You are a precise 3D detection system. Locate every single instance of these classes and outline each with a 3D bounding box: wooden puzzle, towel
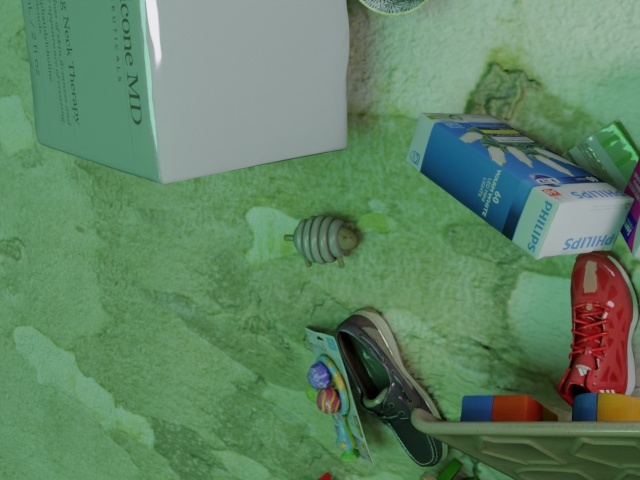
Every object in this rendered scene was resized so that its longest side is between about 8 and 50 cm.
[{"bbox_3d":[0.342,0.267,1.005,0.348,0.322,0.080,-6,60,41],"label":"wooden puzzle"},{"bbox_3d":[0.355,-0.073,1.016,0.152,0.023,0.113,-36,84,38],"label":"towel"}]

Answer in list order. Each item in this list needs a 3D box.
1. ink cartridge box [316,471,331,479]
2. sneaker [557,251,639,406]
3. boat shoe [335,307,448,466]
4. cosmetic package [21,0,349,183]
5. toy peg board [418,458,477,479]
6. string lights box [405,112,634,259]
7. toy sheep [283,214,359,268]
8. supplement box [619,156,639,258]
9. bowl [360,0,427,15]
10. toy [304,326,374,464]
[{"bbox_3d":[0.039,0.555,1.402,0.078,0.134,0.230,-16,95,41],"label":"ink cartridge box"},{"bbox_3d":[0.360,0.130,1.007,0.087,0.128,0.221,-8,102,39],"label":"sneaker"},{"bbox_3d":[0.108,0.251,1.270,0.103,0.092,0.285,-30,85,42],"label":"boat shoe"},{"bbox_3d":[-0.204,-0.295,1.127,0.394,0.328,0.329,19,116,46],"label":"cosmetic package"},{"bbox_3d":[0.231,0.455,1.270,0.161,0.079,0.160,38,141,23],"label":"toy peg board"},{"bbox_3d":[0.240,-0.076,0.971,0.260,0.134,0.076,45,130,46],"label":"string lights box"},{"bbox_3d":[0.000,0.000,1.275,0.132,0.091,0.091,-2,105,19],"label":"toy sheep"},{"bbox_3d":[0.433,-0.083,0.865,0.114,0.111,0.219,13,117,0],"label":"supplement box"},{"bbox_3d":[0.119,-0.394,1.047,0.170,0.080,0.170,14,113,35],"label":"bowl"},{"bbox_3d":[0.014,0.277,1.346,0.137,0.056,0.237,2,113,66],"label":"toy"}]
